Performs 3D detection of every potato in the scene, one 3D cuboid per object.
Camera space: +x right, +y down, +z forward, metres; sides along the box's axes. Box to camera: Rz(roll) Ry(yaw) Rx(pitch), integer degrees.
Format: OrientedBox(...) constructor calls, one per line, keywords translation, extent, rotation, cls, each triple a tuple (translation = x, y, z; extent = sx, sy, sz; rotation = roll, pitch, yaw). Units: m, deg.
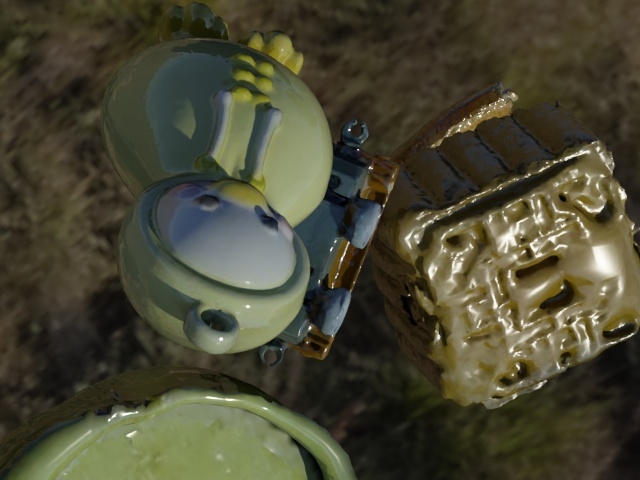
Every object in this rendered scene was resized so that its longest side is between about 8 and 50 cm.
OrientedBox(translation=(-0.133, 0.222, 1.432), extent=(0.330, 0.213, 0.280), rotation=(43, 75, -28), cls="potato")

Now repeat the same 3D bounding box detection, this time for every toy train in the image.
OrientedBox(translation=(0.000, 0.000, 1.650), extent=(0.089, 0.219, 0.127), rotation=(22, 13, 9), cls="toy train")

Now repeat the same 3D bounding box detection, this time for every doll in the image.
OrientedBox(translation=(-0.055, -0.034, 1.121), extent=(0.141, 0.117, 0.296), rotation=(23, 24, -18), cls="doll")

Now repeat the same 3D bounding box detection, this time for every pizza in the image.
OrientedBox(translation=(0.168, -0.104, 2.359), extent=(0.199, 0.188, 0.062), rotation=(41, 18, -57), cls="pizza")

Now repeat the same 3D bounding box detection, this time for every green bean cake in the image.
OrientedBox(translation=(0.168, 0.014, 1.770), extent=(0.131, 0.230, 0.224), rotation=(-126, -167, -60), cls="green bean cake")
